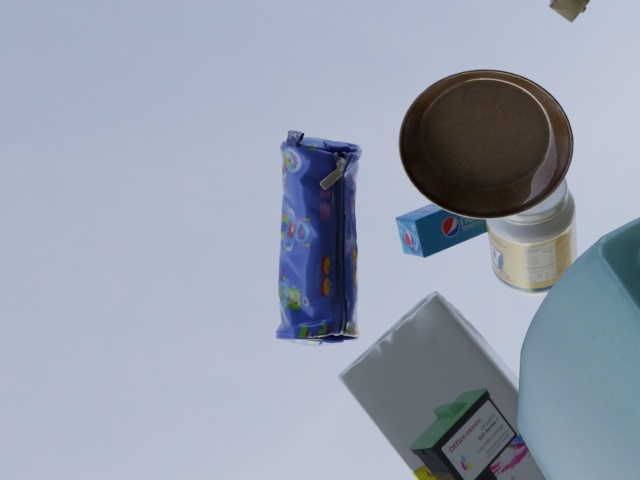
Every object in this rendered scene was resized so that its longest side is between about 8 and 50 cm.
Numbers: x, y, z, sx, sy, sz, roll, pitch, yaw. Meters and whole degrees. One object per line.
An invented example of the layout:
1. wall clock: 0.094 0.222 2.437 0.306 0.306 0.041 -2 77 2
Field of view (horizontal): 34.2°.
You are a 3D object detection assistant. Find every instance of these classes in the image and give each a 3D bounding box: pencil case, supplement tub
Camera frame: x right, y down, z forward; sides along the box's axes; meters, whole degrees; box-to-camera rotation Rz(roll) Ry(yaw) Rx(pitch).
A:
1. pencil case: 0.000 0.000 1.465 0.119 0.133 0.306 0 -86 -23
2. supplement tub: 0.347 -0.019 1.708 0.144 0.144 0.199 -44 -38 -23

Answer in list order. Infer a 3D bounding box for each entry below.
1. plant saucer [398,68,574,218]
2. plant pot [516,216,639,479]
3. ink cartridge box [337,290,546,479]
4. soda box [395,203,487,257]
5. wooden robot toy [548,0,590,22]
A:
1. plant saucer: 0.190 -0.115 1.202 0.198 0.199 0.036 55 -152 -26
2. plant pot: 0.185 0.071 0.431 0.166 0.165 0.234 -27 -30 0
3. ink cartridge box: 0.159 0.195 0.912 0.117 0.278 0.201 -40 -19 5
4. soda box: 0.239 -0.039 1.812 0.210 0.067 0.071 -21 -75 -24
5. wooden robot toy: 0.246 -0.281 0.924 0.079 0.173 0.076 32 -129 -4
